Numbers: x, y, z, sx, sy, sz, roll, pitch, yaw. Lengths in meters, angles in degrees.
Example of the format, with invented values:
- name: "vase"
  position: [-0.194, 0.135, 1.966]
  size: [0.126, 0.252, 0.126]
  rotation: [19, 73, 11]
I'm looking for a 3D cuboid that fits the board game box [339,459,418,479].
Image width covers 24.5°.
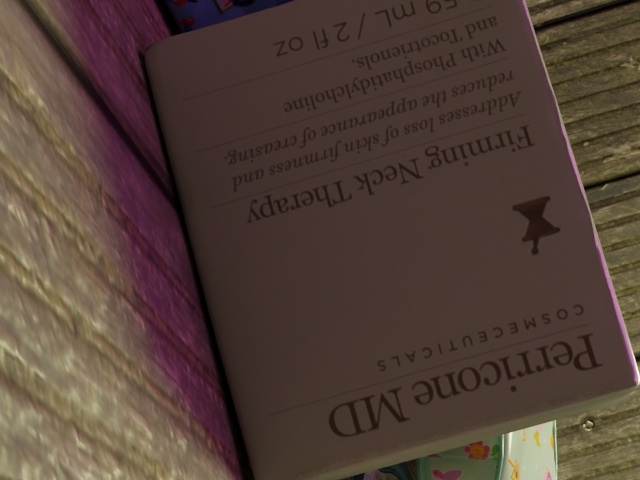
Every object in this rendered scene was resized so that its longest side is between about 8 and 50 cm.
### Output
- name: "board game box"
  position: [0.086, 0.210, 1.579]
  size: [0.136, 0.035, 0.201]
  rotation: [45, 48, -40]

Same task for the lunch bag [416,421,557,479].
- name: "lunch bag"
  position: [0.184, 0.160, 1.596]
  size: [0.224, 0.108, 0.279]
  rotation: [14, 76, -65]

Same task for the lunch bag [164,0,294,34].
- name: "lunch bag"
  position: [-0.116, -0.327, 1.530]
  size: [0.221, 0.138, 0.293]
  rotation: [63, 4, -52]

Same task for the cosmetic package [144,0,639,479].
- name: "cosmetic package"
  position: [0.073, -0.003, 1.351]
  size: [0.327, 0.330, 0.393]
  rotation: [47, 27, -79]
